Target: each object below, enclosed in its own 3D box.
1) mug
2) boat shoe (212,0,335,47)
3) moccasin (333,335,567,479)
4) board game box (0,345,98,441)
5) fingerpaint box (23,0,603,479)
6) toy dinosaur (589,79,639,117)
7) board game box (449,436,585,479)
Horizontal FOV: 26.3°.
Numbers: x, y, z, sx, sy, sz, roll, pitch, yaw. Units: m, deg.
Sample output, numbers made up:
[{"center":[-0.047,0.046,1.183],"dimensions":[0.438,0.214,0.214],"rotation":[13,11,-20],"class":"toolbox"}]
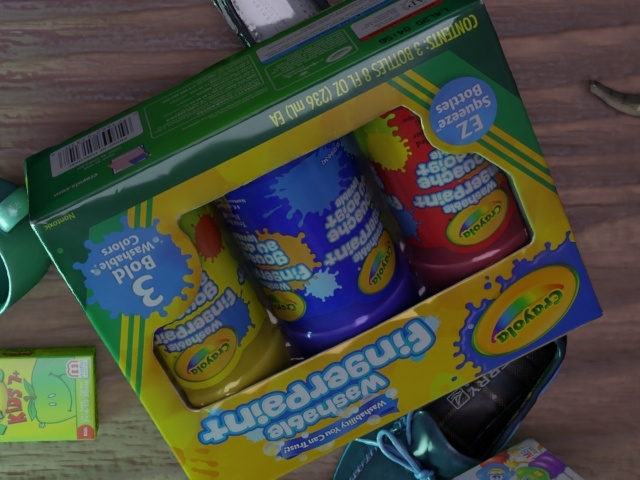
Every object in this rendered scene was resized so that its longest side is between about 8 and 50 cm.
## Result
[{"center":[-0.321,0.001,1.368],"dimensions":[0.158,0.097,0.129],"rotation":[0,119,30],"class":"mug"},{"center":[-0.007,-0.179,1.385],"dimensions":[0.302,0.091,0.114],"rotation":[43,93,-10],"class":"boat shoe"},{"center":[0.124,0.198,1.447],"dimensions":[0.138,0.117,0.342],"rotation":[36,96,-9],"class":"moccasin"},{"center":[-0.328,0.162,1.443],"dimensions":[0.181,0.043,0.092],"rotation":[-1,100,-4],"class":"board game box"},{"center":[0.000,0.000,1.329],"dimensions":[0.445,0.163,0.371],"rotation":[-26,120,0],"class":"fingerpaint box"},{"center":[0.418,-0.120,1.448],"dimensions":[0.268,0.064,0.118],"rotation":[-4,93,-1],"class":"toy dinosaur"},{"center":[0.213,0.369,1.407],"dimensions":[0.142,0.144,0.275],"rotation":[-24,125,-22],"class":"board game box"}]
